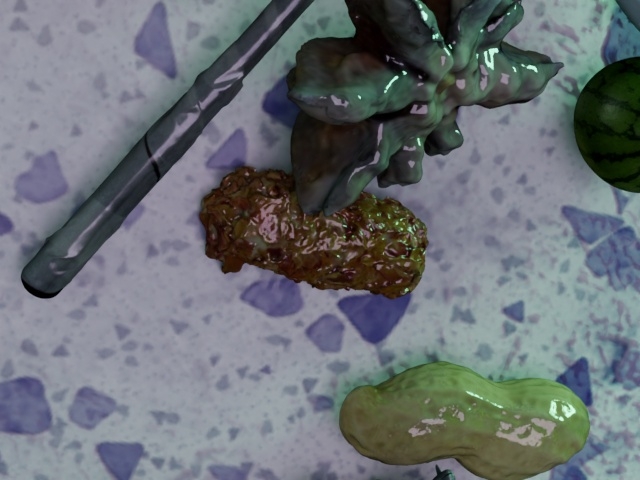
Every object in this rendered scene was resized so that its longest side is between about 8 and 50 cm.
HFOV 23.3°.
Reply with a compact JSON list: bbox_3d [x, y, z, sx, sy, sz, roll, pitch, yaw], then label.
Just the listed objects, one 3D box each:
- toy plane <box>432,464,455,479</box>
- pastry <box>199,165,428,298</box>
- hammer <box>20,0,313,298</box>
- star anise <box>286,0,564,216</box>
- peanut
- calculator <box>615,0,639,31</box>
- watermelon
[{"bbox_3d":[0.077,0.191,1.104,0.079,0.031,0.083,4,125,-22],"label":"toy plane"},{"bbox_3d":[0.000,-0.003,1.081,0.169,0.063,0.087,10,102,-17],"label":"pastry"},{"bbox_3d":[-0.054,-0.121,1.014,0.044,0.152,0.427,44,96,3],"label":"hammer"},{"bbox_3d":[0.068,-0.117,1.029,0.236,0.093,0.229,1,122,-47],"label":"star anise"},{"bbox_3d":[0.105,0.132,1.130,0.187,0.082,0.082,9,99,-16],"label":"peanut"},{"bbox_3d":[0.259,-0.258,1.062,0.186,0.041,0.298,-19,100,19],"label":"calculator"},{"bbox_3d":[0.232,-0.081,1.101,0.109,0.109,0.109,-3,102,-14],"label":"watermelon"}]
